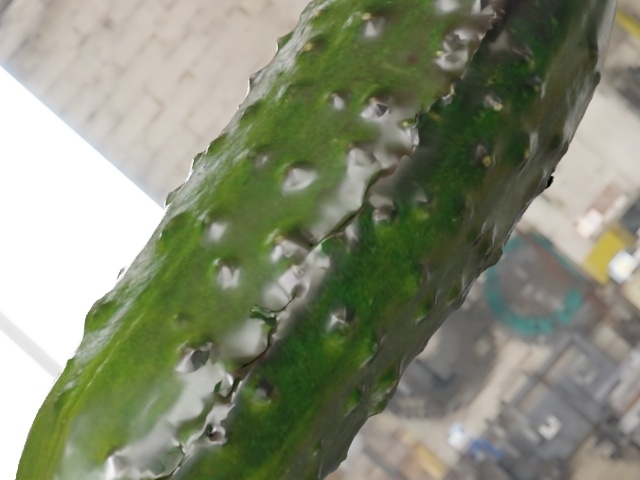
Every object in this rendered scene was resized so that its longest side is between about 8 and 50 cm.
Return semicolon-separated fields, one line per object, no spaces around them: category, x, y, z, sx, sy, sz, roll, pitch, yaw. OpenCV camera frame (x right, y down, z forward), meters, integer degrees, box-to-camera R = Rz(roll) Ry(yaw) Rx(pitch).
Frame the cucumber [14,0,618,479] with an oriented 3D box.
cucumber;0.000;0.000;0.419;0.227;0.069;0.069;-54;-3;-29
